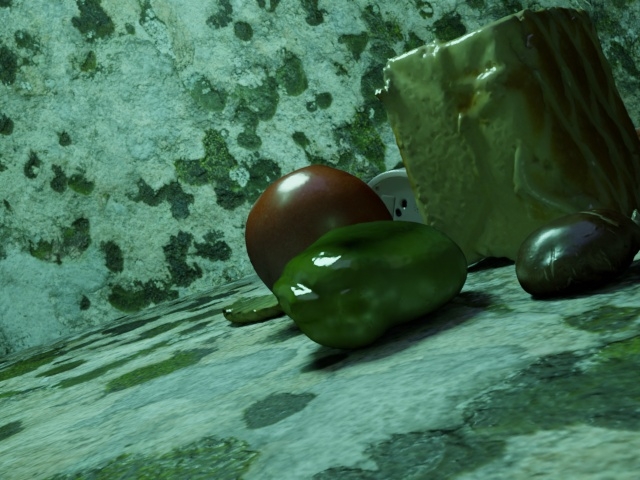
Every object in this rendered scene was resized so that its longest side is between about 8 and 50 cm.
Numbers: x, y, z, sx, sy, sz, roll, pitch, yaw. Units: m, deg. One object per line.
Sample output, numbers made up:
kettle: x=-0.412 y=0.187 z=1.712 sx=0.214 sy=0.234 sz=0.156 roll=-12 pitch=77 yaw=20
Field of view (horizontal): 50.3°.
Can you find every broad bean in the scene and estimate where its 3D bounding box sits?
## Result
broad bean: x=0.064 y=0.047 z=0.867 sx=0.238 sy=0.119 sz=0.291 roll=-4 pitch=13 yaw=24

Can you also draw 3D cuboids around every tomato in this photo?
tomato: x=0.000 y=0.000 z=1.119 sx=0.224 sy=0.255 sz=0.256 roll=-36 pitch=10 yaw=-25

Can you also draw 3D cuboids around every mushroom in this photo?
mushroom: x=0.297 y=0.004 z=0.762 sx=0.171 sy=0.080 sz=0.135 roll=-22 pitch=14 yaw=-23

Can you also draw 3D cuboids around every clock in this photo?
clock: x=0.165 y=-0.038 z=1.284 sx=0.197 sy=0.196 sz=0.068 roll=-16 pitch=2 yaw=37

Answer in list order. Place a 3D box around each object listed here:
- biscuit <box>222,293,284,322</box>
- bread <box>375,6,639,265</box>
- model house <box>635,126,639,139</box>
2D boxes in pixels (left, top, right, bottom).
biscuit: x=-0.068 y=0.118 z=1.352 sx=0.274 sy=0.036 sz=0.187 roll=-17 pitch=2 yaw=4
bread: x=0.330 y=-0.177 z=1.137 sx=0.279 sy=0.390 sz=0.371 roll=-22 pitch=-2 yaw=42
model house: x=0.614 y=-0.153 z=1.341 sx=0.219 sy=0.135 sz=0.207 roll=-17 pitch=4 yaw=9
